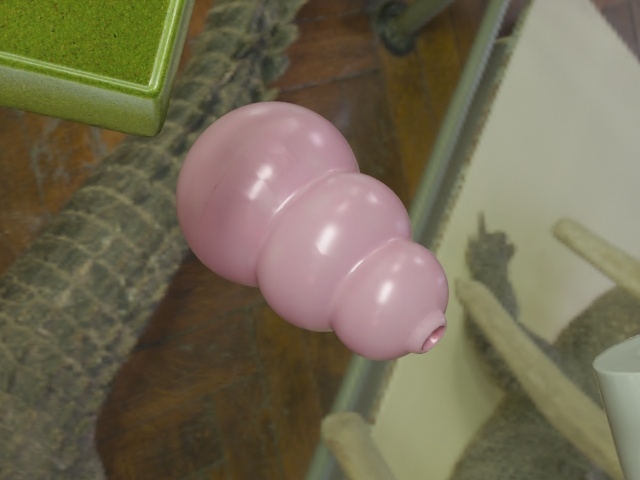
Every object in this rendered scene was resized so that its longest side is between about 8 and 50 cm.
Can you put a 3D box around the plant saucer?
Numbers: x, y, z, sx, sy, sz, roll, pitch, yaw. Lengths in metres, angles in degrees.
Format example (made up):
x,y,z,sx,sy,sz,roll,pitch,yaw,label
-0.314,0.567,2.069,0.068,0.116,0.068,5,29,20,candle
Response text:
x,y,z,sx,sy,sz,roll,pitch,yaw,label
-0.150,-0.166,0.765,0.188,0.045,0.188,10,100,-35,plant saucer

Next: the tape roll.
x,y,z,sx,sy,sz,roll,pitch,yaw,label
0.434,0.184,1.337,0.246,0.246,0.169,-20,96,-42,tape roll

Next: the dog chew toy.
x,y,z,sx,sy,sz,roll,pitch,yaw,label
0.000,0.000,1.308,0.207,0.332,0.206,-36,152,-23,dog chew toy
